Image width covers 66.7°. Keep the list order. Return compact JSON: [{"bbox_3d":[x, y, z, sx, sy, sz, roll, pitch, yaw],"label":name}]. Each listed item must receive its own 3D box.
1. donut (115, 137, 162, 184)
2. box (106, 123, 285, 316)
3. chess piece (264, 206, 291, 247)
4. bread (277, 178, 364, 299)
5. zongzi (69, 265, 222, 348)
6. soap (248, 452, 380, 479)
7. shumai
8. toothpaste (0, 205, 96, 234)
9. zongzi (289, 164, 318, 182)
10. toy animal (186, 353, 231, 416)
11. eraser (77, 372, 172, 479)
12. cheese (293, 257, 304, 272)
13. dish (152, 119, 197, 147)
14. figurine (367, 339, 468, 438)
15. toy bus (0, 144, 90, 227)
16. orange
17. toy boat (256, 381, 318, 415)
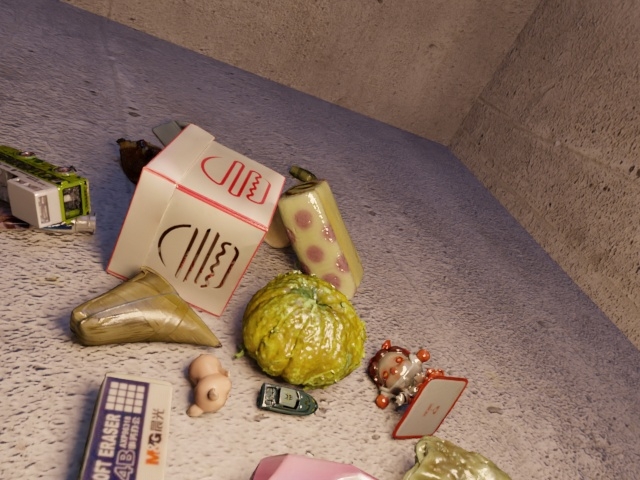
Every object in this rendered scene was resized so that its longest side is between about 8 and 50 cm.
[{"bbox_3d":[-0.540,-0.239,1.521,0.187,0.144,0.126,12,8,38],"label":"donut"},{"bbox_3d":[-0.297,-0.052,1.225,0.300,0.314,0.312,26,29,-11],"label":"box"},{"bbox_3d":[-0.056,-0.068,1.635,0.167,0.167,0.300,43,28,24],"label":"chess piece"},{"bbox_3d":[0.000,0.000,1.411,0.338,0.155,0.187,67,24,-15],"label":"bread"},{"bbox_3d":[-0.357,0.191,1.015,0.256,0.115,0.228,44,35,5],"label":"zongzi"},{"bbox_3d":[0.028,0.472,0.805,0.324,0.192,0.109,28,27,0],"label":"soap"},{"bbox_3d":[0.265,0.534,0.938,0.261,0.225,0.222,26,54,14],"label":"shumai"},{"bbox_3d":[-0.681,-0.048,1.157,0.266,0.061,0.096,2,38,-29],"label":"toothpaste"},{"bbox_3d":[-0.067,-0.278,2.054,0.104,0.052,0.113,33,16,19],"label":"zongzi"},{"bbox_3d":[-0.231,0.289,0.987,0.089,0.083,0.150,-2,28,-23],"label":"toy animal"},{"bbox_3d":[-0.322,0.355,0.795,0.124,0.081,0.279,17,31,-22],"label":"eraser"},{"bbox_3d":[-0.045,0.070,1.541,0.067,0.026,0.121,37,30,13],"label":"cheese"},{"bbox_3d":[-0.484,-0.371,1.801,0.182,0.080,0.243,-7,44,-46],"label":"dish"},{"bbox_3d":[0.208,0.339,1.213,0.160,0.183,0.226,18,17,-37],"label":"figurine"},{"bbox_3d":[-0.693,-0.131,1.147,0.302,0.113,0.139,21,30,21],"label":"toy bus"},{"bbox_3d":[-0.031,0.205,1.137,0.301,0.223,0.300,32,29,12],"label":"orange"},{"bbox_3d":[-0.066,0.349,1.057,0.141,0.060,0.055,21,53,-24],"label":"toy boat"}]
